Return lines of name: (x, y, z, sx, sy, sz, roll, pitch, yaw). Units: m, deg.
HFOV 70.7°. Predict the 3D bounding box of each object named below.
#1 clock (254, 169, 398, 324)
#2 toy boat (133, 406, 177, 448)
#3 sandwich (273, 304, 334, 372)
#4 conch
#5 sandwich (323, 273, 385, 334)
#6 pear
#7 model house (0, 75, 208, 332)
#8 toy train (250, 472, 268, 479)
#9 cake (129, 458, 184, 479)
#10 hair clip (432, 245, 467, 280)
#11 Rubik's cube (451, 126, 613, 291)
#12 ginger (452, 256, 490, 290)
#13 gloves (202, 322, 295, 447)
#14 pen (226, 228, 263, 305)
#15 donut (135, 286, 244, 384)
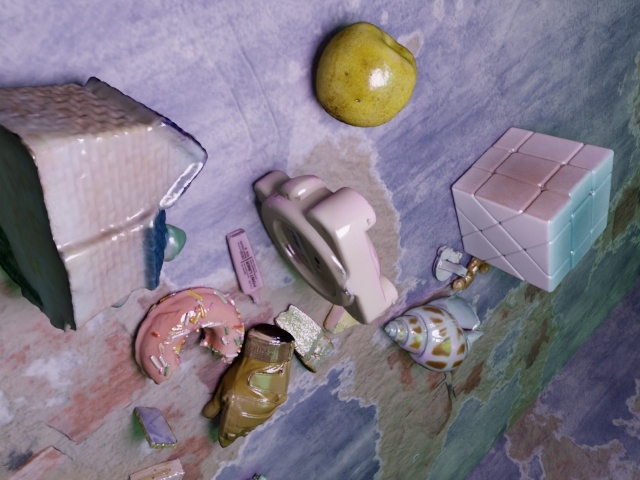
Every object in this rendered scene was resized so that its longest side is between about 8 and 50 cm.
clock: (0.000, 0.000, 0.892, 0.114, 0.309, 0.284, -38, 131, -17)
toy boat: (-0.347, 0.392, 0.947, 0.063, 0.115, 0.016, 26, 94, -44)
sandwich: (-0.028, 0.267, 1.166, 0.090, 0.088, 0.245, -44, 133, -18)
conch: (0.366, 0.287, 1.432, 0.367, 0.197, 0.250, 28, 61, -47)
sandwich: (0.100, 0.155, 1.238, 0.192, 0.058, 0.163, -16, 120, -31)
pear: (0.085, -0.313, 0.890, 0.197, 0.197, 0.198, -19, 123, -31)
model house: (-0.314, -0.067, 0.667, 0.284, 0.243, 0.299, -29, 143, -44)
toy train: (-0.208, 0.748, 1.267, 0.194, 0.080, 0.125, -53, 166, -16)
cake: (-0.381, 0.547, 1.049, 0.121, 0.052, 0.065, 26, 99, -44)
hair clip: (0.418, 0.081, 1.468, 0.172, 0.049, 0.116, 18, 96, -41)
Rubik's cube: (0.633, -0.100, 1.361, 0.316, 0.318, 0.322, -43, 134, -14)
ginger: (0.534, 0.094, 1.571, 0.193, 0.052, 0.177, -4, 115, -47)
gloves: (-0.164, 0.359, 1.065, 0.154, 0.141, 0.332, 11, 105, -44)
pen: (-0.160, 0.067, 0.990, 0.053, 0.032, 0.197, -30, 127, -25)
donut: (-0.260, 0.195, 0.939, 0.232, 0.085, 0.199, -10, 117, -38)
